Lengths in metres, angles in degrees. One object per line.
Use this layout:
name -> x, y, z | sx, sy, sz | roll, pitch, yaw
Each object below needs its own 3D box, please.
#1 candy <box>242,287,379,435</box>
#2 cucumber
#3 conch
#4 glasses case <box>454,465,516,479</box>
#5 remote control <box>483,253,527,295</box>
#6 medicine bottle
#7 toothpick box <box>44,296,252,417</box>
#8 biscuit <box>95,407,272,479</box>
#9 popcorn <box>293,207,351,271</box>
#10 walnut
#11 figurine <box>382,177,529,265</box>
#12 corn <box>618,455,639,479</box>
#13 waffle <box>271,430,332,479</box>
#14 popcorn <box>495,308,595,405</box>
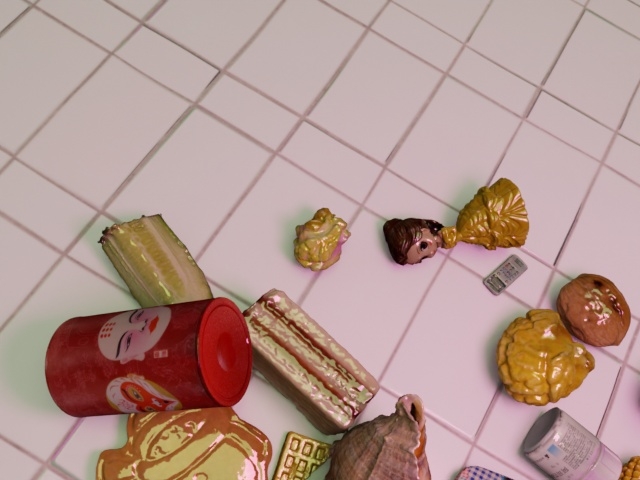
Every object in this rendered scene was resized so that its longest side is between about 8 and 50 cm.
candy -> -0.040, 0.254, 1.368 | 0.321, 0.179, 0.135 | 41, 68, 8
cucumber -> -0.339, 0.096, 1.428 | 0.145, 0.105, 0.325 | -26, 72, -47
conch -> 0.109, 0.451, 1.233 | 0.210, 0.352, 0.297 | -9, 33, 3
glasses case -> 0.430, 0.583, 1.371 | 0.328, 0.076, 0.125 | 22, 64, 0
remote control -> 0.459, 0.085, 1.614 | 0.124, 0.018, 0.053 | -36, 77, -21
medicine bottle -> 0.544, 0.464, 1.410 | 0.168, 0.135, 0.135 | 38, 67, 7
toothpick box -> -0.322, 0.226, 1.241 | 0.334, 0.204, 0.204 | -9, 66, 19
biscuit -> -0.279, 0.453, 1.312 | 0.351, 0.057, 0.312 | 40, 66, 7
popcorn -> 0.000, 0.000, 1.514 | 0.145, 0.126, 0.126 | -45, 92, -3
walnut -> 0.650, 0.170, 1.546 | 0.156, 0.155, 0.184 | -25, 69, -19
figurine -> 0.315, -0.018, 1.563 | 0.316, 0.187, 0.167 | -18, 76, -8
corn -> 0.657, 0.634, 1.361 | 0.144, 0.144, 0.387 | 26, 71, 1
waffle -> -0.043, 0.503, 1.349 | 0.125, 0.032, 0.190 | 19, 68, -4
popcorn -> 0.502, 0.275, 1.475 | 0.200, 0.226, 0.203 | -33, 118, 12
